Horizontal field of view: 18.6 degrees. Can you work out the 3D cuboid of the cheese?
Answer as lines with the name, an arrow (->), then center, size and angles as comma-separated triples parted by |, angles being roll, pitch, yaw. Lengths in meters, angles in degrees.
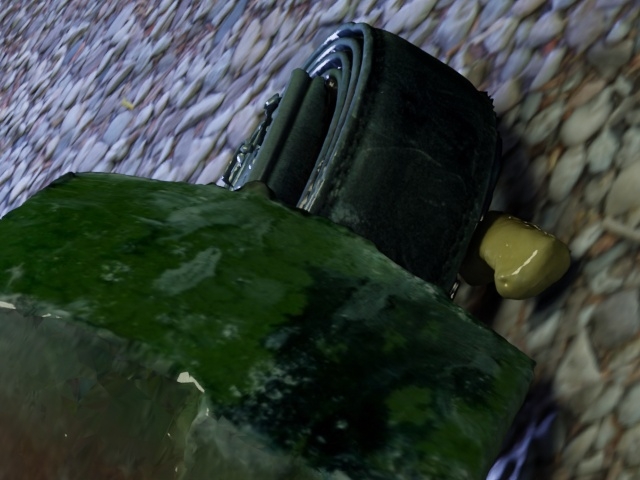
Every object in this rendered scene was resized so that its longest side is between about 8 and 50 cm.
cheese -> 0.094, 0.009, 0.979 | 0.044, 0.030, 0.083 | -54, 19, 0

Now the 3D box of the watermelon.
watermelon -> -0.066, 0.118, 0.866 | 0.302, 0.264, 0.151 | -66, -15, -1

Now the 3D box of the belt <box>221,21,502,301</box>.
belt -> 0.000, 0.000, 1.054 | 0.206, 0.116, 0.267 | -49, 18, 37
